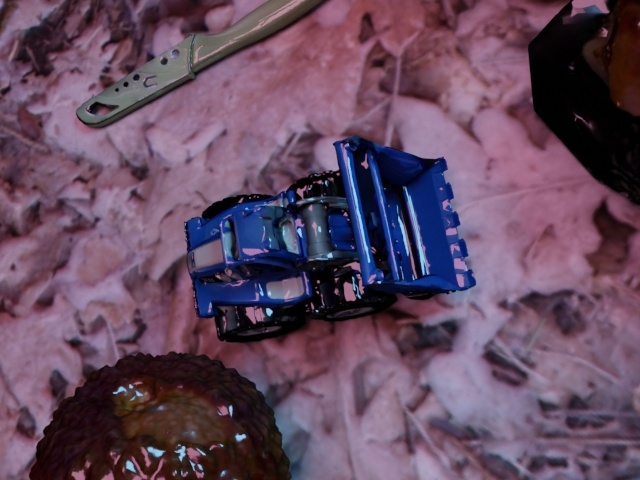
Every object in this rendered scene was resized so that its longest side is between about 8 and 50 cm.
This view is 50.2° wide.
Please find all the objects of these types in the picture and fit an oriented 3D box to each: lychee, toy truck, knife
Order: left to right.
[{"bbox_3d":[-0.105,0.179,0.483,0.188,0.188,0.188,-4,75,16],"label":"lychee"},{"bbox_3d":[-0.110,-0.183,0.651,0.293,0.020,0.043,-27,72,10],"label":"knife"},{"bbox_3d":[0.000,0.000,0.513,0.208,0.126,0.113,-15,73,12],"label":"toy truck"}]

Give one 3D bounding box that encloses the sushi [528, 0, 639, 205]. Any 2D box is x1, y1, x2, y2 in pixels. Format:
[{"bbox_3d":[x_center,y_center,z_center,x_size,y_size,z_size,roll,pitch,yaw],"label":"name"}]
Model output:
[{"bbox_3d":[0.286,-0.116,0.409,0.215,0.212,0.227,-39,66,3],"label":"sushi"}]
